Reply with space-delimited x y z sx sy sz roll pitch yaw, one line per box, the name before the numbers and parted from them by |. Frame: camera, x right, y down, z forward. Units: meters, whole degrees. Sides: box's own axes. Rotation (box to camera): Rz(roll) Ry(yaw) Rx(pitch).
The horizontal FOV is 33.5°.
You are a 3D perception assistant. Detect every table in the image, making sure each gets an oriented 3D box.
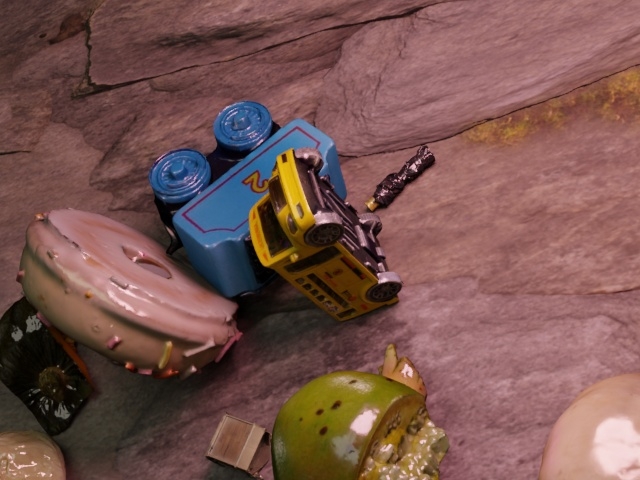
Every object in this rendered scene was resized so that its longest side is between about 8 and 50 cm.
table | -0.120 0.324 1.665 0.083 0.062 0.079 14 71 31

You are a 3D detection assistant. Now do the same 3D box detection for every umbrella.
umbrella | 0.133 -0.103 1.786 0.144 0.040 0.037 -42 63 1

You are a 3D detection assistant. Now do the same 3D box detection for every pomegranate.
pomegranate | 0.064 0.287 1.497 0.260 0.260 0.340 1 35 26

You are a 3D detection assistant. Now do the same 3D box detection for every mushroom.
mushroom | 0.410 0.341 1.290 0.325 0.353 0.353 -38 52 -22

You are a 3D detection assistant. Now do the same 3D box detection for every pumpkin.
pumpkin | -0.502 0.205 1.873 0.131 0.126 0.248 -38 55 5

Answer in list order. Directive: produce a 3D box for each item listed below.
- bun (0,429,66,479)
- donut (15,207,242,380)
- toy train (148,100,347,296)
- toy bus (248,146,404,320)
bun | -0.527 0.414 1.768 0.220 0.134 0.220 -12 59 20
donut | -0.311 0.090 1.709 0.383 0.383 0.142 37 102 35
toy train | -0.124 -0.069 1.781 0.300 0.188 0.265 -41 55 -19
toy bus | 0.000 0.000 1.618 0.152 0.330 0.144 -26 56 15
